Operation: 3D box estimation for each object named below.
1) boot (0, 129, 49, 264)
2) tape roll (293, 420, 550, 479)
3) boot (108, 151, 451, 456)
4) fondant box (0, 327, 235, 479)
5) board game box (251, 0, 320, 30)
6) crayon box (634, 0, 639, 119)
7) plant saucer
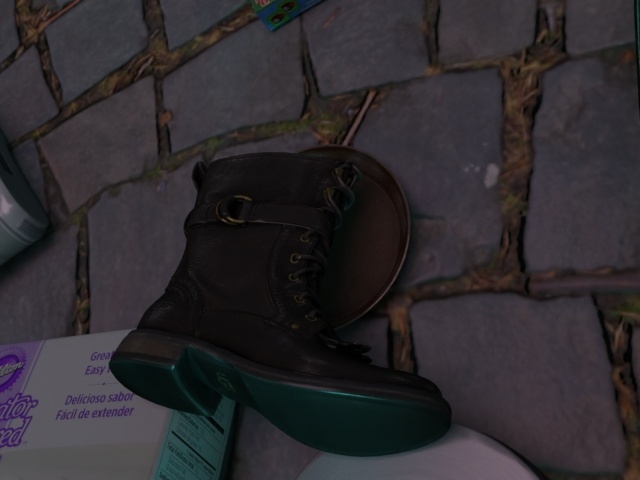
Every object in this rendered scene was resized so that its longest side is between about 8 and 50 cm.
[{"bbox_3d":[-0.398,-0.069,0.843,0.123,0.095,0.258,-38,62,1],"label":"boot"},{"bbox_3d":[0.072,0.233,0.531,0.219,0.072,0.219,-8,70,22],"label":"tape roll"},{"bbox_3d":[-0.014,0.023,0.581,0.262,0.091,0.229,10,53,18],"label":"boot"},{"bbox_3d":[-0.212,0.233,0.593,0.238,0.096,0.330,-9,48,22],"label":"fondant box"},{"bbox_3d":[0.012,-0.325,0.774,0.211,0.039,0.160,-26,63,14],"label":"board game box"},{"bbox_3d":[0.365,-0.158,0.411,0.362,0.106,0.313,0,29,25],"label":"crayon box"},{"bbox_3d":[0.000,0.000,0.672,0.168,0.029,0.169,-8,70,23],"label":"plant saucer"}]
